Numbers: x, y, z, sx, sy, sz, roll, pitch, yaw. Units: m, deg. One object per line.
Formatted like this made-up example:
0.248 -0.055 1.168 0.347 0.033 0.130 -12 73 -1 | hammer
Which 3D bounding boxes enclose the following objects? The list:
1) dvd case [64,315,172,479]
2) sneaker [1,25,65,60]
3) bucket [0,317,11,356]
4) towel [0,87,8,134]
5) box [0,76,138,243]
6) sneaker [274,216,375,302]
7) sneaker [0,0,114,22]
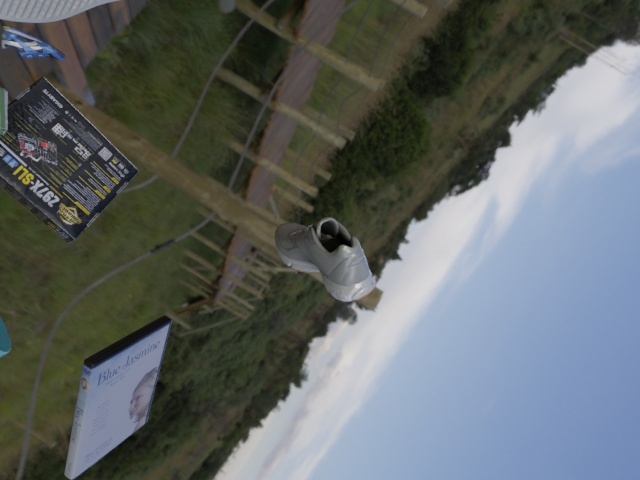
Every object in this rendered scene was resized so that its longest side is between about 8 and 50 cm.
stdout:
-0.340 0.262 0.947 0.180 0.022 0.253 -31 144 -59 | dvd case
-0.699 -0.466 1.359 0.053 0.144 0.059 34 -76 60 | sneaker
-0.587 0.110 0.775 0.183 0.281 0.281 -34 170 -19 | bucket
-0.646 -0.251 1.003 0.152 0.113 0.023 10 141 -41 | towel
-0.649 -0.194 1.366 0.079 0.322 0.257 -9 -139 49 | box
0.000 0.000 0.992 0.099 0.262 0.121 -27 125 -27 | sneaker
-0.386 -0.392 0.802 0.282 0.161 0.102 -24 140 -35 | sneaker
